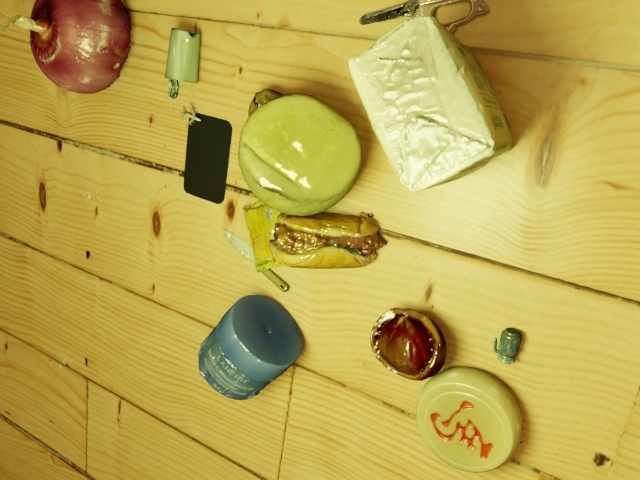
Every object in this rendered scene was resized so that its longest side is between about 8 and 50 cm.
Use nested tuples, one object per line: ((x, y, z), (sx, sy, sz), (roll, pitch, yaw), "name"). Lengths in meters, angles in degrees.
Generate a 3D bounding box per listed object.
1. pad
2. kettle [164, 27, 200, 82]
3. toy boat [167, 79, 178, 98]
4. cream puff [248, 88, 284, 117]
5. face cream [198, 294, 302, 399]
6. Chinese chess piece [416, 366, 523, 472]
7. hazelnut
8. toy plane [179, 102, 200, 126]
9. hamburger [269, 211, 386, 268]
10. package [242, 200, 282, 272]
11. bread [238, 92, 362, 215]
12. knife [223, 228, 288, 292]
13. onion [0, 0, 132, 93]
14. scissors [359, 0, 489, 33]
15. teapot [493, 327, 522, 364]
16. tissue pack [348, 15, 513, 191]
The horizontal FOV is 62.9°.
((-0.362, -0.260, 1.666), (0.181, 0.004, 0.268), (19, 110, 25), "pad")
((-0.414, -0.559, 1.589), (0.098, 0.127, 0.148), (7, 104, -5), "kettle")
((-0.470, -0.492, 1.658), (0.038, 0.038, 0.084), (12, 108, 27), "toy boat")
((-0.132, -0.353, 1.468), (0.148, 0.084, 0.149), (4, 99, 29), "cream puff")
((-0.214, 0.325, 1.570), (0.249, 0.249, 0.225), (48, 122, 12), "face cream")
((0.379, 0.458, 1.346), (0.273, 0.102, 0.274), (7, 104, 28), "Chinese chess piece")
((0.225, 0.269, 1.351), (0.201, 0.160, 0.170), (9, 72, 20), "hazelnut")
((-0.407, -0.391, 1.646), (0.084, 0.024, 0.078), (24, 110, 17), "toy plane")
((0.000, 0.000, 1.419), (0.282, 0.245, 0.156), (13, 107, 42), "hamburger")
((-0.146, -0.021, 1.545), (0.168, 0.090, 0.227), (-14, 91, 29), "package")
((-0.055, -0.213, 1.346), (0.320, 0.237, 0.321), (-1, 98, -7), "bread")
((-0.203, 0.056, 1.639), (0.297, 0.017, 0.047), (39, 115, 21), "knife")
((-0.776, -0.664, 1.647), (0.357, 0.345, 0.359), (-14, 58, 24), "onion")
((0.237, -0.559, 1.247), (0.317, 0.024, 0.160), (0, 103, 30), "scissors")
((0.456, 0.257, 1.287), (0.063, 0.049, 0.084), (16, 109, 26), "teapot")
((0.248, -0.275, 1.097), (0.207, 0.380, 0.297), (-27, 86, 27), "tissue pack")
